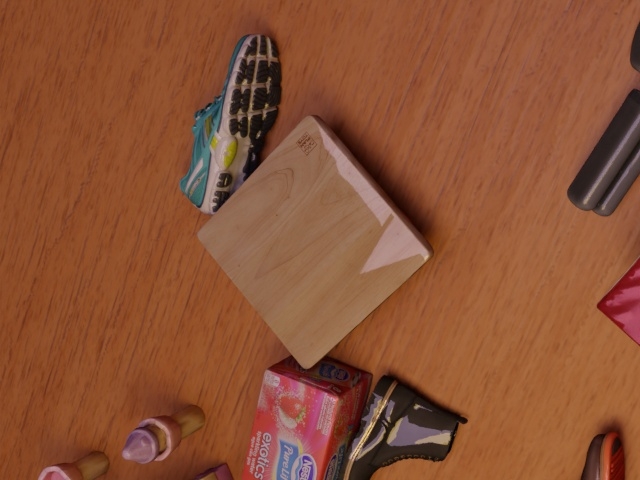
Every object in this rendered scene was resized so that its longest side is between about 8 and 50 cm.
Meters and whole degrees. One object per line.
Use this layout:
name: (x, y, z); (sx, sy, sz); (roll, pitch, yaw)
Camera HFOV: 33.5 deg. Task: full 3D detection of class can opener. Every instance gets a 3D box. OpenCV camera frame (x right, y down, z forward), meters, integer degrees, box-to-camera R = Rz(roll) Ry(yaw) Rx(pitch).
can opener: (0.394, -0.162, 1.311); (0.093, 0.074, 0.280); (48, 118, 50)

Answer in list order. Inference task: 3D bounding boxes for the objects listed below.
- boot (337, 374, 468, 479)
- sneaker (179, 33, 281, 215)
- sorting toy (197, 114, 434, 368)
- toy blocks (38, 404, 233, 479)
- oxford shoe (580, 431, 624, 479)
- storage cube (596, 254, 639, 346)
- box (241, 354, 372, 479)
boot: (0.112, 0.308, 1.510); (0.137, 0.077, 0.198); (24, 109, 15)
sneaker: (-0.140, -0.171, 1.539); (0.110, 0.107, 0.275); (29, 108, 32)
sorting toy: (0.000, 0.000, 1.502); (0.257, 0.089, 0.255); (-44, 79, 24)
toy blocks: (-0.283, 0.451, 1.613); (0.288, 0.260, 0.309); (-29, 85, 26)
oxford shoe: (0.333, 0.372, 1.402); (0.098, 0.097, 0.271); (17, 105, 28)
storage cube: (0.470, 0.066, 1.227); (0.193, 0.215, 0.184); (44, 114, 20)
box: (-0.026, 0.304, 1.541); (0.122, 0.128, 0.257); (19, 105, 22)
